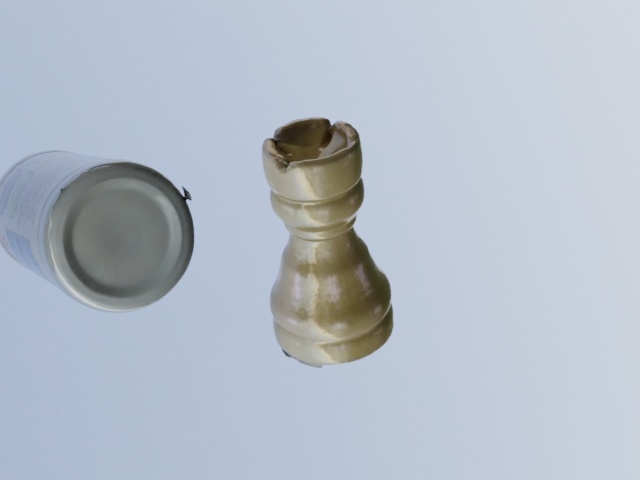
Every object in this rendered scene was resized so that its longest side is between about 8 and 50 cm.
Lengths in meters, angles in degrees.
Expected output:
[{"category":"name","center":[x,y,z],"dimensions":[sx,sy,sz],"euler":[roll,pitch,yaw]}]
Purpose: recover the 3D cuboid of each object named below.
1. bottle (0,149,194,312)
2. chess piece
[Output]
[{"category":"bottle","center":[-0.111,-0.012,0.591],"dimensions":[0.060,0.217,0.060],"euler":[-3,-82,-22]},{"category":"chess piece","center":[0.000,0.000,0.698],"dimensions":[0.066,0.066,0.122],"euler":[-60,-31,-47]}]
